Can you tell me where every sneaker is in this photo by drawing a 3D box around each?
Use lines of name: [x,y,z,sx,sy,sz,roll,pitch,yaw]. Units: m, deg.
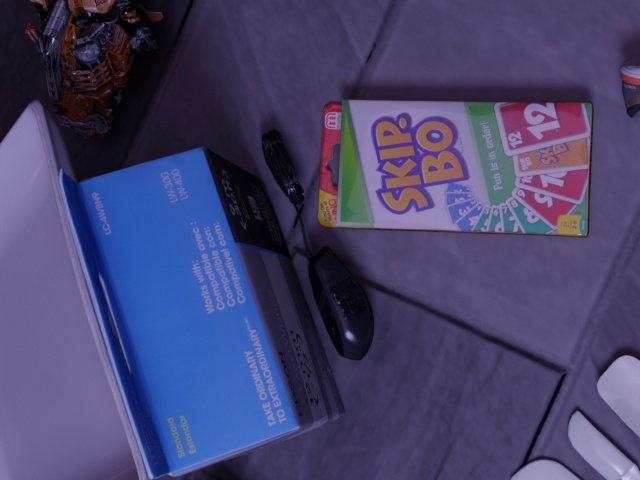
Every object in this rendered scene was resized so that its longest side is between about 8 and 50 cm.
sneaker: [0.351,-0.134,1.267,0.157,0.061,0.065,4,115,14]

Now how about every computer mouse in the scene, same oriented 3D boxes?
computer mouse: [0.000,0.000,1.330,0.041,0.071,0.242,-19,78,-11]

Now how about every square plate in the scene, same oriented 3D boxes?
square plate: [-0.258,0.108,1.233,0.347,0.049,0.344,-41,62,47]

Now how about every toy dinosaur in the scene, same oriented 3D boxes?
toy dinosaur: [-0.205,-0.251,1.300,0.164,0.218,0.322,27,135,-2]

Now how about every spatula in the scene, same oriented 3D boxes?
spatula: [0.316,0.239,1.263,0.242,0.019,0.168,42,95,12]

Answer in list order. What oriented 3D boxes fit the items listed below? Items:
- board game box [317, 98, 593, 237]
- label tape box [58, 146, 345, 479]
board game box: [0.123,-0.070,1.318,0.259,0.039,0.124,2,87,16]
label tape box: [-0.091,0.059,1.196,0.115,0.347,0.249,-20,82,6]
